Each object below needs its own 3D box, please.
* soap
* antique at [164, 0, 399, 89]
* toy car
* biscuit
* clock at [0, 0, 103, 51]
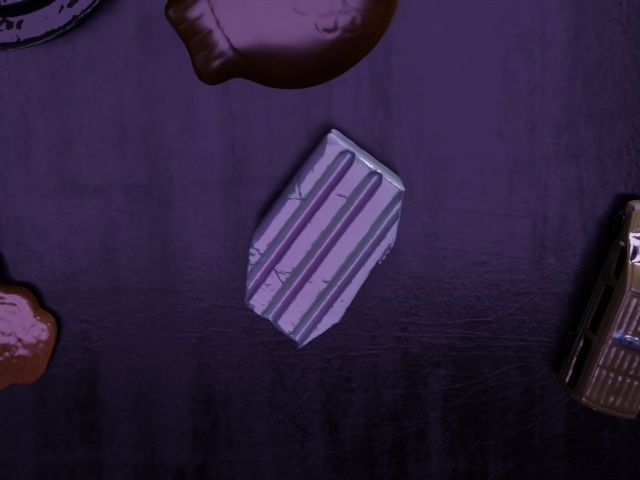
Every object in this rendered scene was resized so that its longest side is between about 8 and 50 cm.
[{"bbox_3d":[0.000,0.000,1.555,0.145,0.091,0.230,37,99,-4],"label":"soap"},{"bbox_3d":[-0.036,-0.286,1.476,0.278,0.129,0.223,-32,100,5],"label":"antique"},{"bbox_3d":[0.378,0.083,1.557,0.101,0.124,0.256,19,101,-6],"label":"toy car"},{"bbox_3d":[-0.488,0.083,1.586,0.334,0.047,0.202,22,100,-5],"label":"biscuit"},{"bbox_3d":[-0.369,-0.376,1.472,0.325,0.067,0.325,0,95,1],"label":"clock"}]
